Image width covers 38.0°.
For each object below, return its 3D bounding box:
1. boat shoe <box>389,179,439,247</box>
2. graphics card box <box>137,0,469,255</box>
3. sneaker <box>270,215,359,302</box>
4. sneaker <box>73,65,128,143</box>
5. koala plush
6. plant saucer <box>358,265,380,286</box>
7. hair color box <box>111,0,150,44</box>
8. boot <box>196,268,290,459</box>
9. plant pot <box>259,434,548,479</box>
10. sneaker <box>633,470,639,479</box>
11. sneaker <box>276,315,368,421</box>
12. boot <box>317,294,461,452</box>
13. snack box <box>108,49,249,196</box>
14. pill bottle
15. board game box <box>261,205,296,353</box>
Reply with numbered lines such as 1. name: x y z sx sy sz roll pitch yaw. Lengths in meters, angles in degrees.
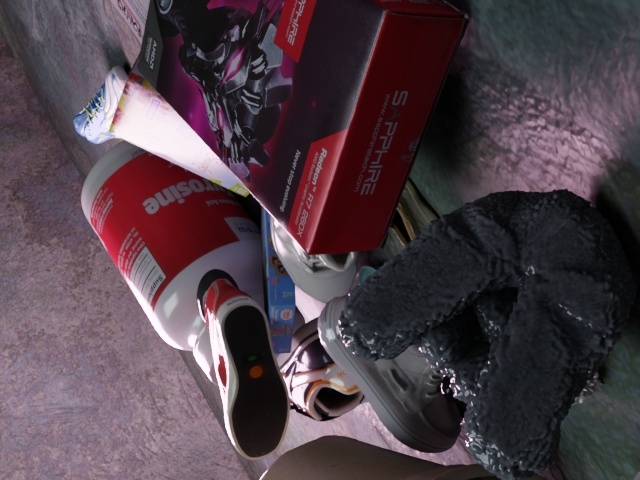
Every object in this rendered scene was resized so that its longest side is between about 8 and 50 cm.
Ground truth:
1. boat shoe: 0.079 -0.033 0.963 0.135 0.045 0.050 51 158 31
2. graphics card box: -0.043 -0.183 0.879 0.371 0.094 0.232 48 132 39
3. sneaker: 0.000 0.000 1.056 0.169 0.108 0.292 -105 4 -49
4. sneaker: -0.435 -0.258 1.883 0.091 0.126 0.240 57 161 15
5. koala plush: 0.156 0.074 0.765 0.196 0.203 0.221 40 175 22
6. plant saucer: 0.088 0.080 1.135 0.119 0.021 0.119 51 158 29
7. hair color box: -0.189 -0.384 1.077 0.185 0.114 0.374 55 160 22
8. boot: -0.115 0.167 1.295 0.176 0.088 0.244 -144 44 -64
9. plant pot: 0.070 0.367 1.043 0.305 0.334 0.333 12 128 58
10. sneaker: 0.261 0.225 0.711 0.087 0.128 0.221 54 162 19
11. sneaker: -0.003 0.215 1.403 0.127 0.126 0.321 63 161 16
12. boot: 0.116 0.152 1.055 0.123 0.095 0.258 -17 128 40
13. snack box: -0.152 -0.149 1.183 0.207 0.070 0.174 24 158 -12
14. pill bottle: -0.205 0.028 1.515 0.407 0.229 0.229 52 159 28
15. board game box: -0.061 0.029 1.287 0.160 0.039 0.211 98 168 -61
